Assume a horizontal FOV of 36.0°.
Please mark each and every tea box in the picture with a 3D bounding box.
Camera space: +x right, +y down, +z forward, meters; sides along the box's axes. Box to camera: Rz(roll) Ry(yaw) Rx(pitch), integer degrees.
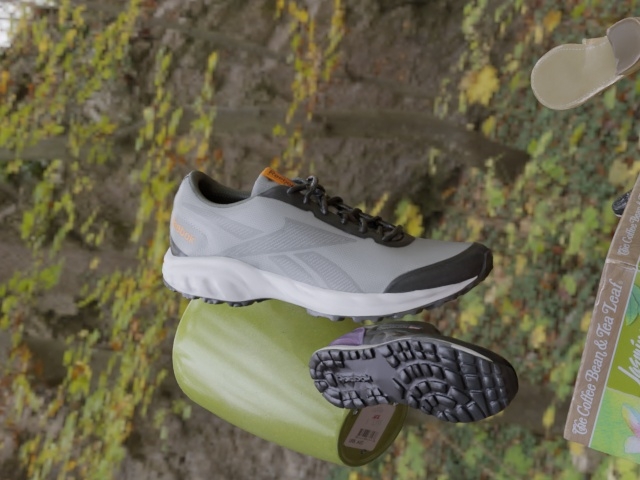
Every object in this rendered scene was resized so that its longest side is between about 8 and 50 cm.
[{"bbox_3d":[0.514,0.129,1.259,0.220,0.323,0.329,-52,-29,-44],"label":"tea box"}]

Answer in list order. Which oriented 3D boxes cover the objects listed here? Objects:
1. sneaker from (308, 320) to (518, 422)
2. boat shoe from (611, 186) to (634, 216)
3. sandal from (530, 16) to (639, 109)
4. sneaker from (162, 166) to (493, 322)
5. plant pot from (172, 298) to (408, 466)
[{"bbox_3d":[0.122,0.133,1.172,0.124,0.283,0.107,-35,-66,-41],"label":"sneaker"},{"bbox_3d":[0.532,-0.083,1.615,0.042,0.133,0.049,32,-135,-31],"label":"boat shoe"},{"bbox_3d":[0.376,-0.229,1.291,0.240,0.079,0.088,158,104,-68],"label":"sandal"},{"bbox_3d":[0.000,0.000,0.777,0.100,0.271,0.108,-32,-54,-70],"label":"sneaker"},{"bbox_3d":[-0.020,0.196,1.438,0.275,0.293,0.275,-24,-52,-34],"label":"plant pot"}]
